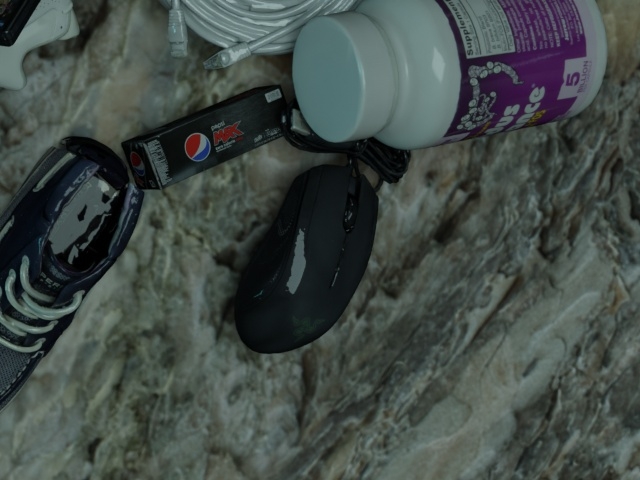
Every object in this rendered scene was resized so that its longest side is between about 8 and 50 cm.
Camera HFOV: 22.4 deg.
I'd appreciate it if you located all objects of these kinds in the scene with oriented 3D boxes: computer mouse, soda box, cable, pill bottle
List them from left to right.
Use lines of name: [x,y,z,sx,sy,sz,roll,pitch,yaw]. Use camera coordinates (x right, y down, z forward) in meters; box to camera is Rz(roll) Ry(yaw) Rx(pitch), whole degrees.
soda box: [-0.113,-0.105,1.642,0.169,0.060,0.053,-25,104,-27]
cable: [-0.059,-0.315,1.628,0.257,0.089,0.257,-15,101,-13]
computer mouse: [0.000,0.000,1.677,0.188,0.072,0.272,20,94,-43]
pill bottle: [0.129,-0.182,1.635,0.302,0.169,0.169,-13,101,-31]

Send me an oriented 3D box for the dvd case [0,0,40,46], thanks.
dvd case: [-0.309,-0.278,1.474,0.180,0.022,0.253,10,52,17]

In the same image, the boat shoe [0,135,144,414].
boat shoe: [-0.291,0.053,1.567,0.127,0.158,0.340,29,87,-19]

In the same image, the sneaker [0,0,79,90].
sneaker: [-0.277,-0.251,1.582,0.115,0.090,0.232,29,96,-26]
